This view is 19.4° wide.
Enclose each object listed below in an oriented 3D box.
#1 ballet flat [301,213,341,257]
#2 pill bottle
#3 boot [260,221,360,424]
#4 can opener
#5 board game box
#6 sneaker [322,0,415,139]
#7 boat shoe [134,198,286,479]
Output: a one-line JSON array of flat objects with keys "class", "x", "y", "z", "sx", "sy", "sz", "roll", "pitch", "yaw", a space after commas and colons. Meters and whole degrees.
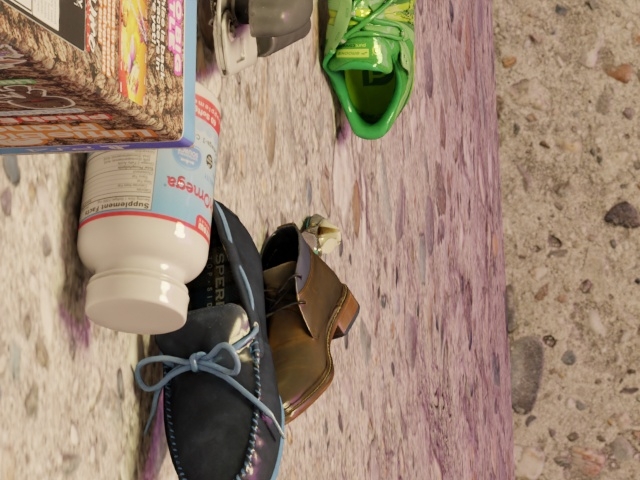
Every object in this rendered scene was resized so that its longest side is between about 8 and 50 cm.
[{"class": "ballet flat", "x": 0.000, "y": 0.000, "z": 1.870, "sx": 0.114, "sy": 0.041, "sz": 0.041, "roll": -53, "pitch": 140, "yaw": -71}, {"class": "pill bottle", "x": -0.114, "y": -0.024, "z": 1.238, "sx": 0.087, "sy": 0.087, "sz": 0.160, "roll": 62, "pitch": 29, "yaw": -64}, {"class": "boot", "x": -0.037, "y": 0.076, "z": 1.671, "sx": 0.106, "sy": 0.082, "sz": 0.219, "roll": 59, "pitch": 27, "yaw": -20}, {"class": "can opener", "x": -0.034, "y": -0.192, "z": 1.611, "sx": 0.283, "sy": 0.095, "sz": 0.076, "roll": -45, "pitch": 133, "yaw": -73}, {"class": "board game box", "x": -0.165, "y": -0.177, "z": 0.902, "sx": 0.291, "sy": 0.141, "sz": 0.232, "roll": 30, "pitch": 59, "yaw": -76}, {"class": "sneaker", "x": 0.055, "y": -0.237, "z": 1.995, "sx": 0.123, "sy": 0.109, "sz": 0.295, "roll": -82, "pitch": 165, "yaw": -53}, {"class": "boat shoe", "x": -0.090, "y": 0.078, "z": 1.365, "sx": 0.089, "sy": 0.109, "sz": 0.258, "roll": 62, "pitch": 12, "yaw": -49}]
